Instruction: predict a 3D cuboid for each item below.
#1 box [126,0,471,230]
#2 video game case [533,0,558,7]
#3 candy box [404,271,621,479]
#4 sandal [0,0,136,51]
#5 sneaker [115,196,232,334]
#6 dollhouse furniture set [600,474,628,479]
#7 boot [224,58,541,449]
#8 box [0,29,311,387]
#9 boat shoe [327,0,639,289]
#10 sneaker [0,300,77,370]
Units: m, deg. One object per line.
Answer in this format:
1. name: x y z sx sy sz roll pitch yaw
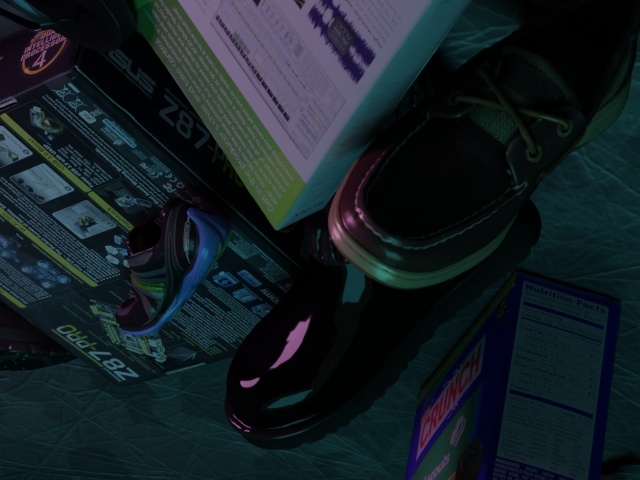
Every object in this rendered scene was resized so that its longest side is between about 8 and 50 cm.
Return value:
1. box: -0.021 -0.184 1.373 0.232 0.058 0.322 56 143 14
2. video game case: 0.139 -0.273 1.370 0.212 0.023 0.193 26 142 -20
3. candy box: 0.167 0.231 1.798 0.122 0.317 0.268 20 143 -7
4. sandal: -0.267 -0.215 1.503 0.254 0.054 0.097 29 154 -3
5. sneaker: -0.140 0.020 1.673 0.078 0.067 0.188 37 140 -1
6. dollhouse furniture set: 0.371 0.289 2.008 0.129 0.129 0.184 33 164 -26
7. boot: -0.001 -0.003 1.602 0.348 0.131 0.260 -43 131 2
8. box: -0.196 -0.023 1.753 0.318 0.097 0.395 -21 133 34
9. boat shoe: 0.134 -0.093 1.380 0.123 0.342 0.123 41 141 16
10. sneaker: -0.344 0.061 1.905 0.286 0.130 0.109 13 159 -40
